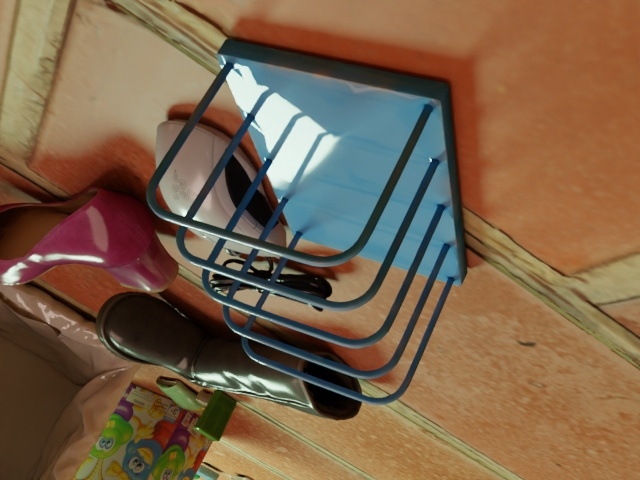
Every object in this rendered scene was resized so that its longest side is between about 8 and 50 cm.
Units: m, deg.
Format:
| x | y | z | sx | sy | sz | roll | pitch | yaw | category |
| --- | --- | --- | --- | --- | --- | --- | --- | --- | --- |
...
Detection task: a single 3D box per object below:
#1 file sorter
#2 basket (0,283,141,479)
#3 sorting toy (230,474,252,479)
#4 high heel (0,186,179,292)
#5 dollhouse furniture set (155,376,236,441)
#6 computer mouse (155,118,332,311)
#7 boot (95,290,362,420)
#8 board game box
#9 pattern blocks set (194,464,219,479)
| x | y | z | sx | sy | sz | roll | pitch | yaw | category |
| --- | --- | --- | --- | --- | --- | --- | --- | --- | --- |
| 0.000 | 0.000 | 0.431 | 0.118 | 0.104 | 0.170 | 17 | 154 | 23 | file sorter |
| -0.467 | 0.225 | 1.075 | 0.328 | 0.331 | 0.266 | 32 | 157 | -8 | basket |
| -0.136 | 0.495 | 1.640 | 0.083 | 0.012 | 0.062 | 43 | 147 | -23 | sorting toy |
| -0.239 | -0.015 | 0.668 | 0.244 | 0.082 | 0.117 | 13 | 152 | 28 | high heel |
| -0.178 | 0.237 | 1.124 | 0.152 | 0.058 | 0.076 | -5 | 140 | 49 | dollhouse furniture set |
| -0.063 | -0.007 | 0.554 | 0.106 | 0.042 | 0.193 | 14 | 152 | 29 | computer mouse |
| -0.088 | 0.113 | 0.775 | 0.209 | 0.076 | 0.190 | 10 | 165 | 47 | boot |
| -0.308 | 0.387 | 1.287 | 0.142 | 0.275 | 0.144 | 16 | 153 | 24 | board game box |
| -0.376 | 0.426 | 1.730 | 0.325 | 0.026 | 0.285 | 38 | 154 | -22 | pattern blocks set |
